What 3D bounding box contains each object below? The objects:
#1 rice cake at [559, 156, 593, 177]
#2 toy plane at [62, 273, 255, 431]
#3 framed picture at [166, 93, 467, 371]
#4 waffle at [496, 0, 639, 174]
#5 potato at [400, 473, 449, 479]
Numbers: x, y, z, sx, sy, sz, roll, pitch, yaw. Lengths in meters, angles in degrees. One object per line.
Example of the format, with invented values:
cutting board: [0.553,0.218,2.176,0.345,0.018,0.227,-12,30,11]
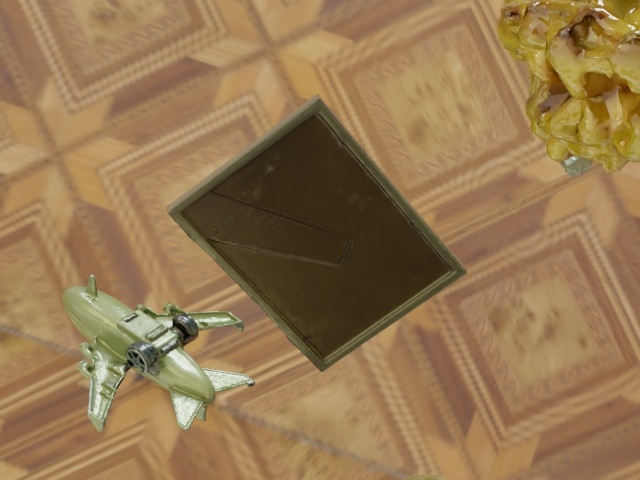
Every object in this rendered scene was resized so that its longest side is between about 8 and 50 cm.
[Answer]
rice cake: [0.226,-0.161,1.493,0.034,0.043,0.211,-7,73,20]
toy plane: [-0.089,0.052,0.826,0.111,0.102,0.040,37,134,21]
framed picture: [0.000,0.000,1.578,0.184,0.016,0.250,-37,119,12]
waffle: [0.283,-0.168,1.169,0.324,0.261,0.151,-19,112,24]
potato: [0.090,0.291,1.668,0.138,0.070,0.092,-47,58,40]
